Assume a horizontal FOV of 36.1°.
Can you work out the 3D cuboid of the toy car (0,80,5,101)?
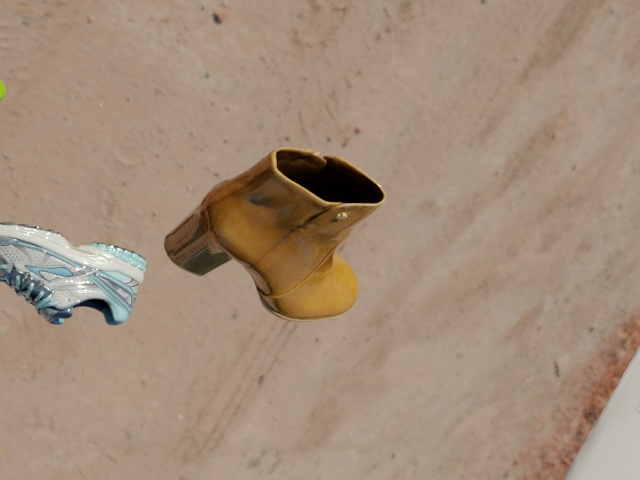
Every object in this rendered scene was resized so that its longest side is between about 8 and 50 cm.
[{"bbox_3d":[-0.588,-0.197,1.435,0.188,0.149,0.155,-24,165,-48],"label":"toy car"}]

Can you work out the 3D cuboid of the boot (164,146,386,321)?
[{"bbox_3d":[-0.001,-0.001,1.070,0.295,0.104,0.211,19,144,-42],"label":"boot"}]

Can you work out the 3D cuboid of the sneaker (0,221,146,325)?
[{"bbox_3d":[-0.385,0.052,1.382,0.283,0.110,0.122,13,74,-25],"label":"sneaker"}]

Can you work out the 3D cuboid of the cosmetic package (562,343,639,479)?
[{"bbox_3d":[0.413,0.258,0.678,0.161,0.453,0.230,-52,144,-24],"label":"cosmetic package"}]
